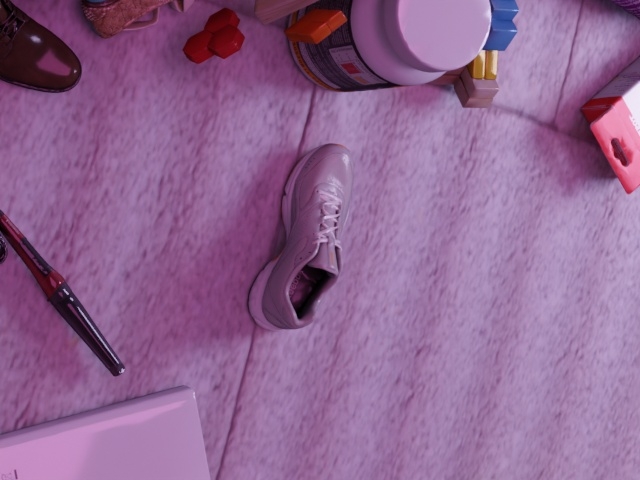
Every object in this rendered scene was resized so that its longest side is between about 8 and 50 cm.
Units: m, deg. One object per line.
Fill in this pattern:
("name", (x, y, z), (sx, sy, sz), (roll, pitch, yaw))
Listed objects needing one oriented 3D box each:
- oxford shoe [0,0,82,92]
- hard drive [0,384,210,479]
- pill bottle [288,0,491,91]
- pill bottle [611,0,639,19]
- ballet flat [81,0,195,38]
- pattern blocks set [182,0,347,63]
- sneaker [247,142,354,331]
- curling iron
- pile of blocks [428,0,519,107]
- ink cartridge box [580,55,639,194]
("oxford shoe", (-0.372, -0.242, 1.554), (0.227, 0.096, 0.082), (30, 78, -27))
("hard drive", (-0.305, 0.335, 1.649), (0.353, 0.047, 0.233), (-13, 99, -25))
("pill bottle", (0.084, -0.270, 1.680), (0.162, 0.278, 0.162), (-2, 95, -26))
("pill bottle", (0.474, -0.413, 1.933), (0.302, 0.169, 0.169), (25, 82, -26))
("ballet flat", (-0.201, -0.308, 1.662), (0.206, 0.073, 0.067), (-26, 130, -21))
("pattern blocks set", (-0.002, -0.336, 1.622), (0.026, 0.325, 0.285), (52, 40, -41))
("sneaker", (0.000, 0.000, 1.742), (0.099, 0.121, 0.262), (21, 84, -27))
("curling iron", (-0.334, 0.066, 1.625), (0.068, 0.035, 0.274), (-46, 111, -13))
("pile of blocks", (0.193, -0.361, 1.803), (0.113, 0.149, 0.362), (-3, 95, -27))
("ink cartridge box", (0.485, -0.185, 2.001), (0.231, 0.078, 0.134), (-40, 109, -19))
